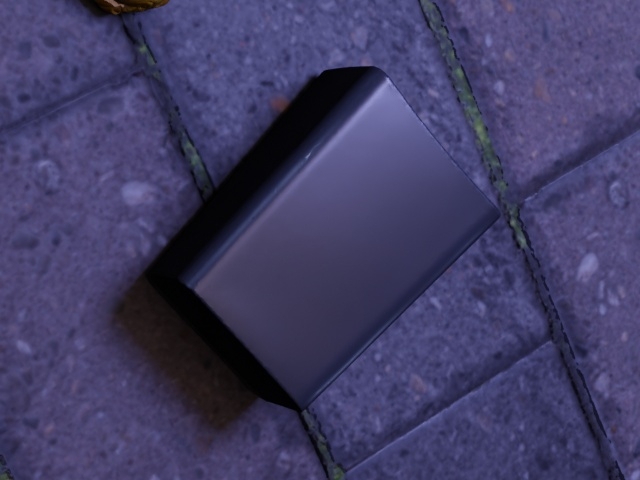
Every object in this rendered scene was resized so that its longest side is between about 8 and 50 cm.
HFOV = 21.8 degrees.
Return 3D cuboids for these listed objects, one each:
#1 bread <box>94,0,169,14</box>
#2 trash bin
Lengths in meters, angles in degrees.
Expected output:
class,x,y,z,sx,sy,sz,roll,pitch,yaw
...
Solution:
class,x,y,z,sx,sy,sz,roll,pitch,yaw
bread,-0.141,-0.210,1.254,0.083,0.046,0.081,-40,104,-19
trash bin,0.000,0.000,1.300,0.225,0.115,0.165,-47,111,-17
